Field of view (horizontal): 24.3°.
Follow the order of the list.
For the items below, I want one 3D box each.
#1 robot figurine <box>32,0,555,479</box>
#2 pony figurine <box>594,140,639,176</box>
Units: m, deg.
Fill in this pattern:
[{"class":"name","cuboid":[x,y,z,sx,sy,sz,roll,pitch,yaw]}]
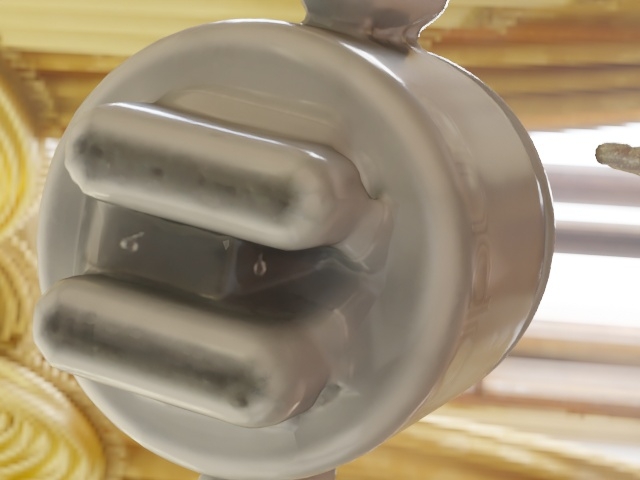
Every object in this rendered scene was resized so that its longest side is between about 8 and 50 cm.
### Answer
[{"class":"robot figurine","cuboid":[0.000,0.000,0.723,0.353,0.200,0.299,-13,-60,-70]},{"class":"pony figurine","cuboid":[0.322,0.032,0.670,0.363,0.351,0.302,33,-108,-64]}]
